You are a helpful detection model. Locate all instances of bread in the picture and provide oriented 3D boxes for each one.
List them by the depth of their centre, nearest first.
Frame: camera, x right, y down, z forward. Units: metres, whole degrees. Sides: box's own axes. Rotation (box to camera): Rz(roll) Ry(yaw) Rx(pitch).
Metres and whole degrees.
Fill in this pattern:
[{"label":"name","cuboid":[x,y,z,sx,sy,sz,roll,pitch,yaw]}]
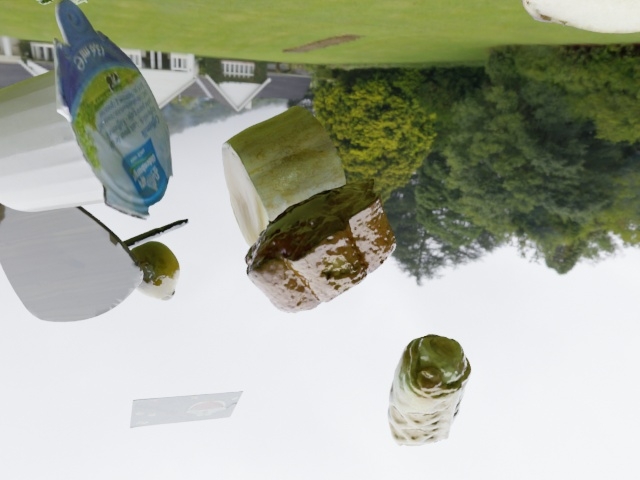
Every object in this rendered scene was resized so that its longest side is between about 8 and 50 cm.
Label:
[{"label":"bread","cuboid":[-0.006,0.006,0.707,0.247,0.135,0.232,-28,-166,10]},{"label":"bread","cuboid":[0.196,0.278,0.850,0.130,0.267,0.152,29,-125,29]}]

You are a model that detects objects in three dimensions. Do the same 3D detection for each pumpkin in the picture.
[{"label":"pumpkin","cuboid":[-0.103,-0.121,1.042,0.199,0.332,0.332,-18,-147,-29]}]

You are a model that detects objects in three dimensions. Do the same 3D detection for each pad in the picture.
[{"label":"pad","cuboid":[-0.322,0.406,1.102,0.246,0.170,0.006,3,-131,-24]}]

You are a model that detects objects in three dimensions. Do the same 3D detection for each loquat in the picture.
[{"label":"loquat","cuboid":[-0.503,0.093,1.396,0.152,0.195,0.152,-24,174,-3]}]

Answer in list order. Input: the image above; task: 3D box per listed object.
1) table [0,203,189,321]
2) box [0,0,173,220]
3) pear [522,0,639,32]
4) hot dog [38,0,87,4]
[{"label":"table","cuboid":[-0.474,-0.037,0.958,0.317,0.317,0.249,10,-152,9]},{"label":"box","cuboid":[-0.380,-0.162,0.666,0.206,0.291,0.262,-12,-143,10]},{"label":"pear","cuboid":[0.539,-0.532,0.755,0.387,0.191,0.340,6,161,29]},{"label":"hot dog","cuboid":[-0.438,-0.487,0.821,0.337,0.100,0.135,7,-172,44]}]
